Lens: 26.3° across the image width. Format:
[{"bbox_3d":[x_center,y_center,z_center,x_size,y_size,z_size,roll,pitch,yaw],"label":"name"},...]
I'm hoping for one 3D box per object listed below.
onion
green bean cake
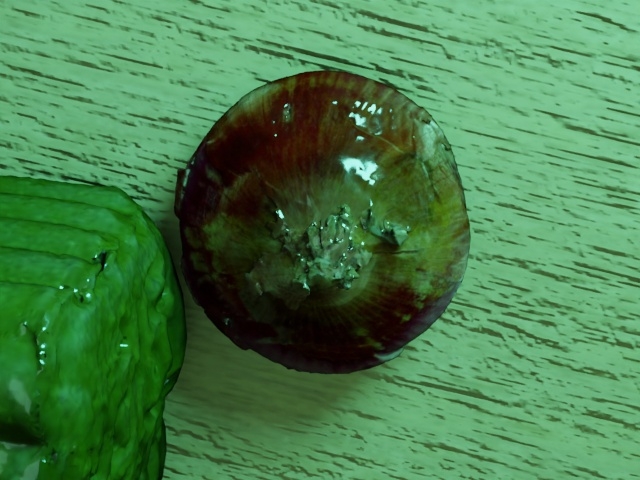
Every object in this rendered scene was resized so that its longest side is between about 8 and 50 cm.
[{"bbox_3d":[0.000,0.000,0.988,0.229,0.163,0.230,1,116,2],"label":"onion"},{"bbox_3d":[-0.207,0.134,0.947,0.218,0.335,0.319,5,112,1],"label":"green bean cake"}]
